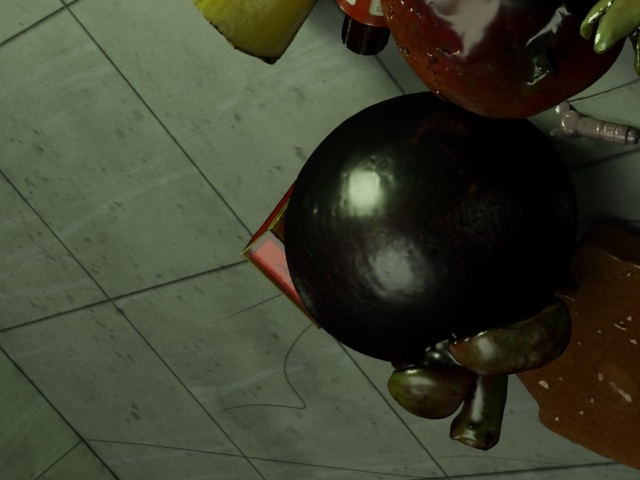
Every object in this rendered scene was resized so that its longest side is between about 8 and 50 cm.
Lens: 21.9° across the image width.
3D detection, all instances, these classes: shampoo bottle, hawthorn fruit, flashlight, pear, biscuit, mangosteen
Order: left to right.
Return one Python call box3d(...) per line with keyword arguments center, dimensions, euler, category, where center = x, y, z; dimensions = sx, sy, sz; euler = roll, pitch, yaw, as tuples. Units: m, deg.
box3d(center=(-0.069, -0.361, 2.023), dimensions=(0.178, 0.267, 0.267), euler=(-25, 112, 28), category="pear")
box3d(center=(0.075, -0.329, 1.968), dimensions=(0.104, 0.104, 0.278), euler=(32, 146, 11), category="shampoo bottle")
box3d(center=(0.144, 0.031, 2.044), dimensions=(0.382, 0.435, 0.382), euler=(-8, 157, -3), category="mangosteen")
box3d(center=(0.197, -0.283, 1.756), dimensions=(0.316, 0.316, 0.316), euler=(26, 144, 20), category="hawthorn fruit")
box3d(center=(0.334, -0.135, 2.011), dimensions=(0.110, 0.052, 0.031), euler=(14, 175, 25), category="flashlight")
box3d(center=(0.425, 0.163, 2.232), dimensions=(0.350, 0.078, 0.455), euler=(42, 146, 3), category="biscuit")

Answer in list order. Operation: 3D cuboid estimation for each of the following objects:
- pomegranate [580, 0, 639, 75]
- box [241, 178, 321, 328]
box3d(center=(0.391, -0.290, 1.579), dimensions=(0.231, 0.231, 0.286), euler=(24, 113, 23), category="pomegranate")
box3d(center=(-0.001, 0.000, 2.305), dimensions=(0.074, 0.240, 0.153), euler=(-37, 100, 30), category="box")
